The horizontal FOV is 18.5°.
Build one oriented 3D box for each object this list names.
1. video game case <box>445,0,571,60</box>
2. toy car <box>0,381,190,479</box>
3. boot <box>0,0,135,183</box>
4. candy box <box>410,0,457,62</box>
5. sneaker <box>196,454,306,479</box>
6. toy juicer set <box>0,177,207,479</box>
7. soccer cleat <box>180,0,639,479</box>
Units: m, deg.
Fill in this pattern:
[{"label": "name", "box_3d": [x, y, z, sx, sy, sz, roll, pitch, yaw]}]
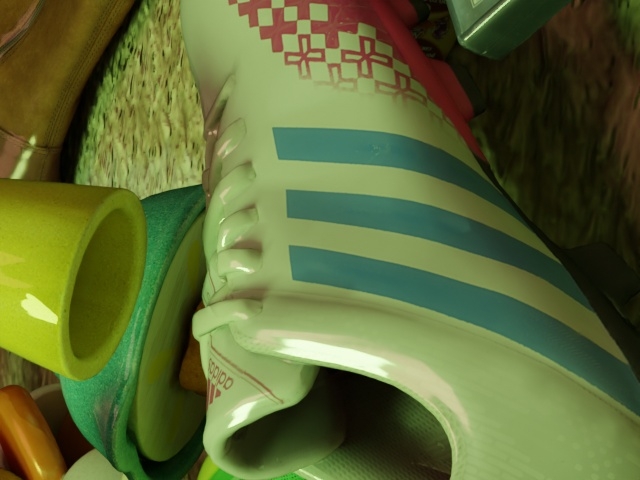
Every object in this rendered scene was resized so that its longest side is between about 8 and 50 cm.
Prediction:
[{"label": "video game case", "box_3d": [0.090, -0.226, 0.705, 0.196, 0.026, 0.274, -40, 47, 33]}, {"label": "toy car", "box_3d": [-0.155, 0.162, 1.041, 0.159, 0.136, 0.182, 26, 108, 62]}, {"label": "boot", "box_3d": [-0.206, -0.148, 1.255, 0.280, 0.096, 0.264, -65, 32, 31]}, {"label": "candy box", "box_3d": [0.023, -0.125, 0.843, 0.186, 0.053, 0.109, -65, 33, 36]}, {"label": "sneaker", "box_3d": [-0.004, 0.166, 0.808, 0.123, 0.109, 0.295, 43, 124, 31]}, {"label": "toy juicer set", "box_3d": [-0.067, 0.073, 0.817, 0.329, 0.089, 0.209, -11, -66, -73]}, {"label": "soccer cleat", "box_3d": [0.000, 0.000, 0.688, 0.331, 0.143, 0.116, 53, 162, 40]}]
